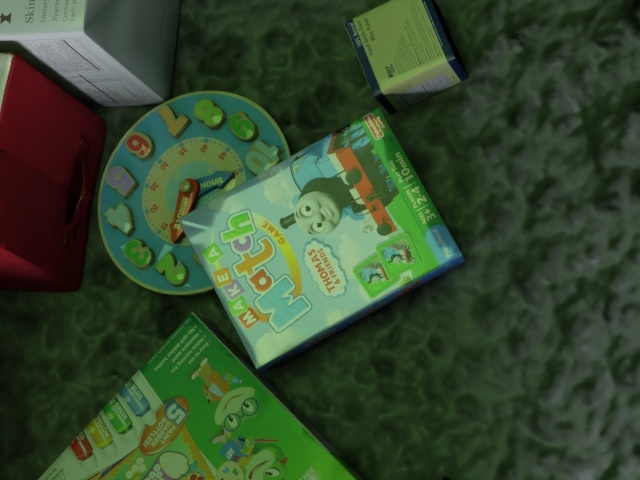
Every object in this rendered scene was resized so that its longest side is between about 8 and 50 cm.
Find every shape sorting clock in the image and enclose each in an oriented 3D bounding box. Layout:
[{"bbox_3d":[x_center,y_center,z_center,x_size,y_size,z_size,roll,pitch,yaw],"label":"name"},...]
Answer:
[{"bbox_3d":[-0.122,-0.047,1.620,0.206,0.040,0.206,-5,73,18],"label":"shape sorting clock"}]

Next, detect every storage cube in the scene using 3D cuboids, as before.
[{"bbox_3d":[-0.342,-0.063,1.619,0.215,0.193,0.184,3,76,19],"label":"storage cube"}]

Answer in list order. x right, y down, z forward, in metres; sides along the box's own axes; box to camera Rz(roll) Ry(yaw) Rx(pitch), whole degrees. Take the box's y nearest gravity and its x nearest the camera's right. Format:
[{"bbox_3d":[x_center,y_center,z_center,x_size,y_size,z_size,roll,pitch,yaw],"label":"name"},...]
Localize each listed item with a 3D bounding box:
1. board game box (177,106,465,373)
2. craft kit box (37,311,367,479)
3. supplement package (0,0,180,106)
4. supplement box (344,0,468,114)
[{"bbox_3d":[0.000,0.000,1.539,0.211,0.039,0.160,-30,77,3],"label":"board game box"},{"bbox_3d":[-0.113,0.237,1.530,0.246,0.061,0.250,43,92,22],"label":"craft kit box"},{"bbox_3d":[-0.294,-0.251,1.652,0.262,0.198,0.199,0,75,19],"label":"supplement package"},{"bbox_3d":[0.080,-0.176,1.577,0.083,0.056,0.083,-25,68,11],"label":"supplement box"}]
